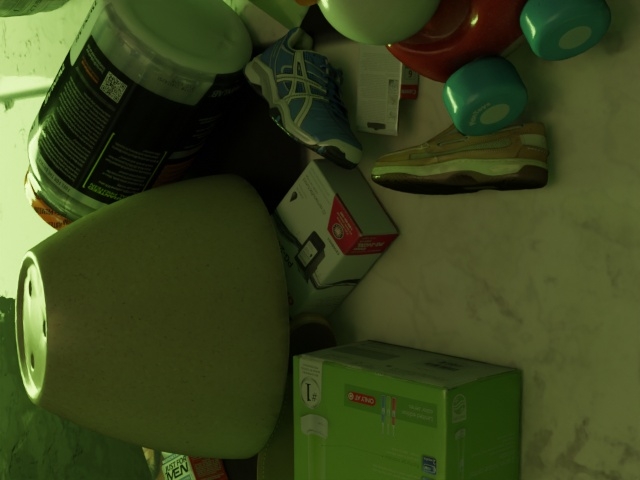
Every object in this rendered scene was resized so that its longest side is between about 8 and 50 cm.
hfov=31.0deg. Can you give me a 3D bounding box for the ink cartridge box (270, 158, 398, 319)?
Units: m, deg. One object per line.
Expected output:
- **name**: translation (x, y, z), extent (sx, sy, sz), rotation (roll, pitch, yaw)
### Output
- **ink cartridge box**: translation (0.000, 0.000, 1.260), extent (0.150, 0.063, 0.109), rotation (-52, 59, 36)

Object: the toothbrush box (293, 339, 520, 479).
- **toothbrush box**: translation (0.083, 0.258, 1.162), extent (0.206, 0.122, 0.283), rotation (6, 98, 45)

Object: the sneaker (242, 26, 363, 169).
- **sneaker**: translation (-0.011, -0.155, 1.230), extent (0.081, 0.080, 0.211), rotation (-47, 50, 13)

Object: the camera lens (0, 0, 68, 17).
- **camera lens**: translation (-0.489, -0.418, 1.567), extent (0.219, 0.274, 0.219), rotation (7, 100, 45)

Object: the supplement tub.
- **supplement tub**: translation (-0.230, -0.153, 1.389), extent (0.316, 0.194, 0.193), rotation (-52, 59, 35)

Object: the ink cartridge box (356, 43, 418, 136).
- **ink cartridge box**: translation (0.070, -0.168, 1.196), extent (0.063, 0.029, 0.115), rotation (13, 104, 44)

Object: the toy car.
- **toy car**: translation (0.087, -0.236, 1.000), extent (0.210, 0.238, 0.219), rotation (-44, 55, 39)

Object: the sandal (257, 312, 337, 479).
- **sandal**: translation (-0.025, 0.184, 1.313), extent (0.079, 0.088, 0.240), rotation (-114, 30, -66)

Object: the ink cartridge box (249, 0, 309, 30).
- **ink cartridge box**: translation (-0.095, -0.358, 1.277), extent (0.235, 0.056, 0.171), rotation (39, 123, 16)

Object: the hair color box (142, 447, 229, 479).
- **hair color box**: translation (-0.183, 0.262, 1.486), extent (0.093, 0.053, 0.167), rotation (-37, 67, 43)

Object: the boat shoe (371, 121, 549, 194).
- **boat shoe**: translation (0.135, -0.085, 1.120), extent (0.190, 0.068, 0.072), rotation (0, 81, 35)

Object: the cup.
- **cup**: translation (-0.207, 0.089, 1.295), extent (0.331, 0.237, 0.331), rotation (4, 94, 64)
